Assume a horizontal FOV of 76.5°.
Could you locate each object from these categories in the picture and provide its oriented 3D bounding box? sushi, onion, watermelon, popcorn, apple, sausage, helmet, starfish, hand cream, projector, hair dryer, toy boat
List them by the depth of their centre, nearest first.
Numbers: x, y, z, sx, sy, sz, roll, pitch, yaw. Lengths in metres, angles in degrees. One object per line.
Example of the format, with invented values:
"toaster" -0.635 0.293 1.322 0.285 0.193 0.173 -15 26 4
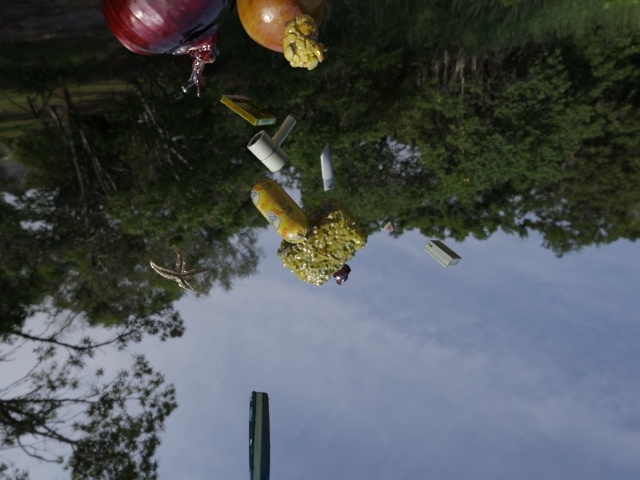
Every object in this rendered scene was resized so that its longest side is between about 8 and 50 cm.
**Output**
"onion" -0.248 -0.419 0.732 0.273 0.285 0.273 -22 -148 15
"toy boat" -0.195 0.636 1.293 0.062 0.096 0.299 6 -129 -15
"sausage" -0.149 -0.114 1.495 0.123 0.123 0.347 -24 -125 -30
"popcorn" -0.074 -0.755 1.570 0.163 0.194 0.140 -26 -176 -3
"starfish" -0.592 0.115 1.726 0.050 0.247 0.138 11 -115 44
"hand cream" 0.029 -0.314 1.784 0.048 0.255 0.079 8 -122 12
"apple" -0.190 -1.062 1.832 0.334 0.400 0.400 -11 -163 42
"sushi" 0.000 0.000 1.842 0.396 0.240 0.351 -44 -162 3
"projector" 0.575 0.062 1.921 0.115 0.061 0.147 0 -143 -48
"watermelon" 0.360 -0.087 2.128 0.092 0.072 0.084 -55 -153 1
"hair dryer" -0.228 -0.576 2.241 0.128 0.203 0.362 1 -126 52
"helmet" 0.107 0.179 2.251 0.098 0.070 0.123 22 -98 52

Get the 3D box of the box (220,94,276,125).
"box" -0.280 -0.512 1.587 0.193 0.030 0.121 39 -147 17
